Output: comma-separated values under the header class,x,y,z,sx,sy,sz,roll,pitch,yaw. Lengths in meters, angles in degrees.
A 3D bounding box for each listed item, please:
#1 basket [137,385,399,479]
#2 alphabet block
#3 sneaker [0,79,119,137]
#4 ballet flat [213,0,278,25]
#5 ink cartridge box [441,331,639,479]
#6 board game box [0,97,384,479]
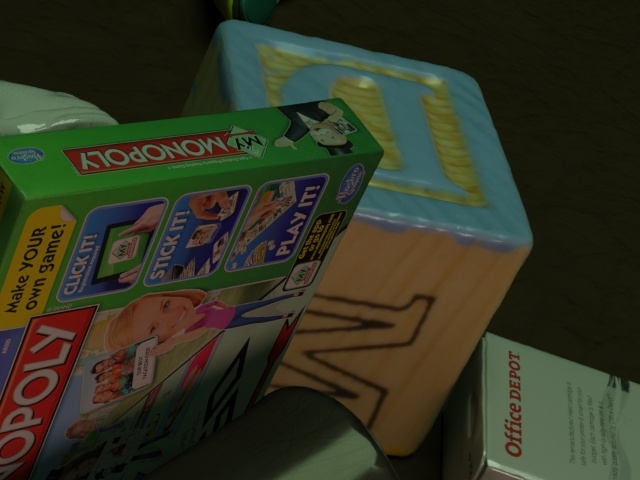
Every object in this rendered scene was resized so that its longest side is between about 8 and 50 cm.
class,x,y,z,sx,sy,sz,roll,pitch,yaw
basket,-0.083,0.200,0.980,0.227,0.204,0.154,-23,50,-36
alphabet block,0.000,0.000,1.269,0.193,0.197,0.192,12,36,-19
sneaker,-0.248,-0.082,1.346,0.212,0.080,0.094,6,27,-37
ballet flat,-0.059,-0.235,1.663,0.077,0.077,0.231,11,28,17
ink cartridge box,0.180,0.156,1.275,0.190,0.082,0.140,18,35,-8
board game box,-0.115,0.071,0.998,0.213,0.317,0.046,-11,49,-40
